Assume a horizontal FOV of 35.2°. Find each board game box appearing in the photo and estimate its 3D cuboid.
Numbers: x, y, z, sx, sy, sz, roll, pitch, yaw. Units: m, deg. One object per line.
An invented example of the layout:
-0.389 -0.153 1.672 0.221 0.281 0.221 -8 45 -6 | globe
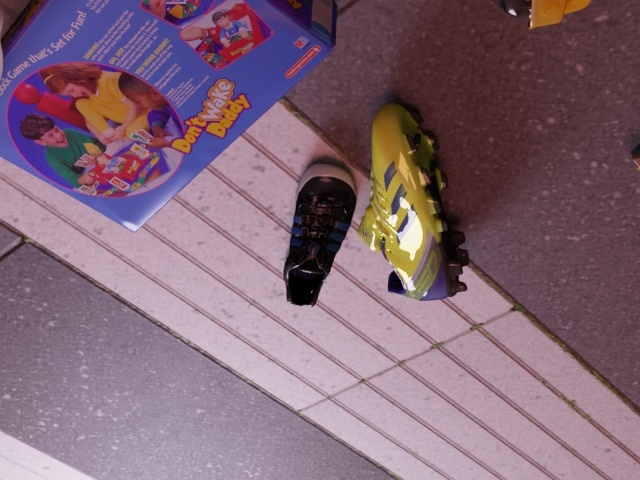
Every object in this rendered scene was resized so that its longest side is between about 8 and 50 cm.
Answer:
-0.184 -0.175 1.018 0.233 0.078 0.347 32 130 -27 | board game box

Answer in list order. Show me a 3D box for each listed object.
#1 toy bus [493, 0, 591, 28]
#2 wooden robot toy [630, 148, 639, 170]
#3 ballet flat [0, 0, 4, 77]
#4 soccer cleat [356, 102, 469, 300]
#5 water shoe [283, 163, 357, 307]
0.229 -0.282 0.788 0.212 0.220 0.149 -4 140 -2 | toy bus
0.416 -0.065 1.111 0.079 0.076 0.173 -39 124 23 | wooden robot toy
-0.422 -0.144 0.984 0.182 0.164 0.483 49 125 3 | ballet flat
0.089 -0.031 1.148 0.121 0.093 0.289 -5 136 18 | soccer cleat
0.000 0.000 1.192 0.073 0.080 0.203 7 137 -5 | water shoe
